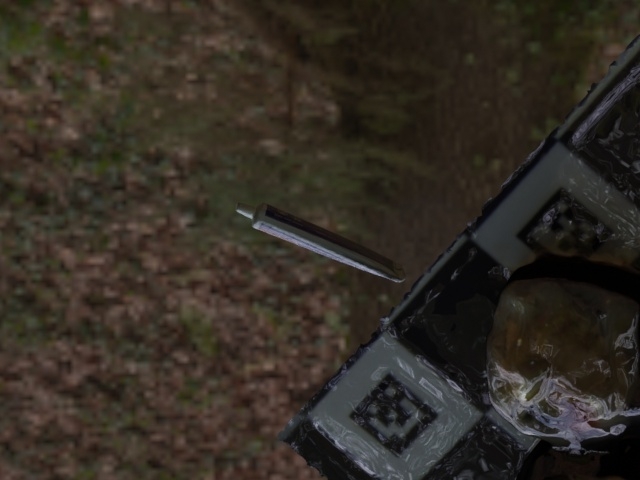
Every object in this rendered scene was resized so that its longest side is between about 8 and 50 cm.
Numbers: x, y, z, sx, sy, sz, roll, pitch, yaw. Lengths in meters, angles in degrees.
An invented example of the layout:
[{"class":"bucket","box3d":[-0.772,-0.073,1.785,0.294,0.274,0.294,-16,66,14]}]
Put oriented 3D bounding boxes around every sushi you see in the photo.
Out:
[{"class":"sushi","box3d":[0.209,0.090,0.679,0.343,0.359,0.064,41,-160,-2]}]

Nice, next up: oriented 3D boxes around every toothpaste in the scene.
[{"class":"toothpaste","box3d":[0.000,0.000,1.174,0.140,0.021,0.037,22,-161,-11]}]
